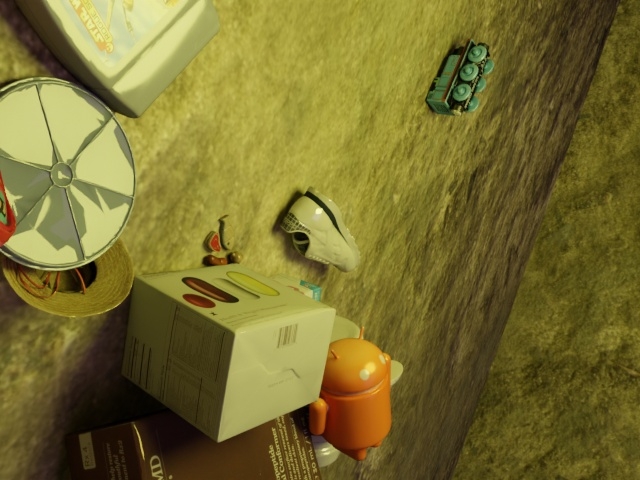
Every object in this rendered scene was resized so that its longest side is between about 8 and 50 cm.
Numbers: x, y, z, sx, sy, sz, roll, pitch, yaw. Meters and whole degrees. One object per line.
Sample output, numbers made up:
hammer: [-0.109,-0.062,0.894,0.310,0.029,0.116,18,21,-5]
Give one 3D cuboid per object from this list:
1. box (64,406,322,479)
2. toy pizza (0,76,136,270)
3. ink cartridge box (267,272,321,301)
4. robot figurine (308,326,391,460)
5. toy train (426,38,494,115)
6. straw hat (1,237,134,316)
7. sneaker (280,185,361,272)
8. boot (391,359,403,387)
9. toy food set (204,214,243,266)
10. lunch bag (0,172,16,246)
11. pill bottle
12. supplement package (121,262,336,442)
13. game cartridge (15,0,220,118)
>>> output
box: [-0.162,0.326,0.952,0.381,0.143,0.191,1,72,-59]
toy pizza: [-0.281,-0.069,0.687,0.201,0.032,0.201,-4,95,-55]
ink cartridge box: [-0.069,0.100,1.102,0.122,0.088,0.052,-16,119,-56]
robot figurine: [0.052,0.259,1.092,0.128,0.158,0.219,-109,-167,-68]
toy train: [0.319,-0.369,1.482,0.080,0.105,0.184,33,76,-52]
straw hat: [-0.287,0.039,0.724,0.061,0.144,0.144,-44,169,37]
sneaker: [0.000,0.000,1.188,0.095,0.090,0.235,-49,142,-13]
boot: [0.135,0.378,1.632,0.190,0.069,0.086,-29,137,-40]
toy food set: [-0.148,0.029,1.001,0.078,0.019,0.122,-47,142,-36]
lunch bag: [-0.341,-0.095,0.387,0.120,0.258,0.293,-47,135,-1]
pill bottle: [-0.008,0.285,1.240,0.153,0.153,0.265,-21,123,-54]
supplement package: [-0.126,0.137,0.890,0.194,0.203,0.149,-6,112,-51]
game cartridge: [-0.222,-0.283,0.677,0.198,0.062,0.297,-60,149,-27]
